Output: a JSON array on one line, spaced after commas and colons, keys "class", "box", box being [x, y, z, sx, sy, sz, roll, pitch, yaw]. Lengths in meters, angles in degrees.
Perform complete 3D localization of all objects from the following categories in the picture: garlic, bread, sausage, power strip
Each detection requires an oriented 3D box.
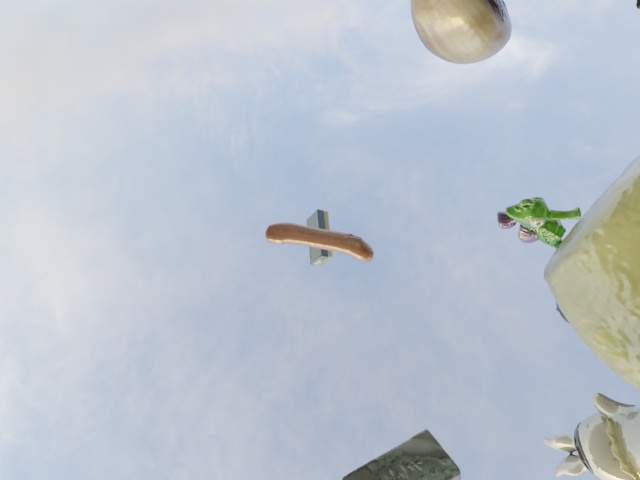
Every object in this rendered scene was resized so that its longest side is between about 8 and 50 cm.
[{"class": "garlic", "box": [0.187, -0.286, 0.501, 0.090, 0.198, 0.129, -13, -100, 52]}, {"class": "bread", "box": [0.399, 0.019, 0.406, 0.320, 0.320, 0.237, -46, -117, -4]}, {"class": "sausage", "box": [0.000, 0.000, 0.682, 0.186, 0.043, 0.043, 11, -110, -3]}, {"class": "power strip", "box": [-0.002, -0.005, 0.918, 0.056, 0.032, 0.123, -40, -133, 49]}]

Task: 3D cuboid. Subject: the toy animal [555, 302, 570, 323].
[{"class": "toy animal", "box": [0.527, 0.009, 0.626, 0.168, 0.106, 0.343, 29, -81, 12]}]

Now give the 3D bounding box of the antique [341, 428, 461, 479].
[{"class": "antique", "box": [0.124, 0.400, 0.648, 0.183, 0.086, 0.088, -21, -149, -17]}]

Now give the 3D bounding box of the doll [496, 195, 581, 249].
[{"class": "doll", "box": [0.380, -0.022, 0.675, 0.115, 0.190, 0.050, -6, -119, 53]}]

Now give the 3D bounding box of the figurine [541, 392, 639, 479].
[{"class": "figurine", "box": [0.264, 0.171, 0.323, 0.098, 0.146, 0.081, 12, -123, 0]}]

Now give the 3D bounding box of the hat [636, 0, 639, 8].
[{"class": "hat", "box": [0.379, -0.453, 0.481, 0.336, 0.209, 0.238, -60, -139, 26]}]
